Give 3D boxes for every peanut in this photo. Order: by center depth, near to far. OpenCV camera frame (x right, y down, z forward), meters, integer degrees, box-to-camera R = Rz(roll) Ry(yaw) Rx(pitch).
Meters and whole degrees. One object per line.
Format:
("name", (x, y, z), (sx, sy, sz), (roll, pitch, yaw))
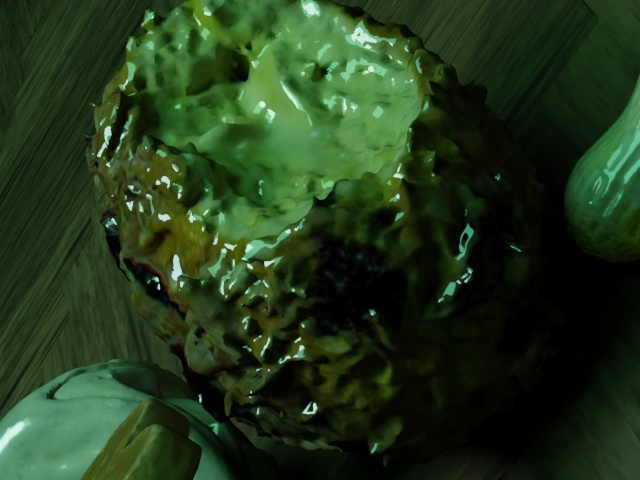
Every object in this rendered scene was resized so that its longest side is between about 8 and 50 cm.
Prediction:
("peanut", (0.236, -0.075, 1.073), (0.207, 0.087, 0.087), (-57, 29, 20))

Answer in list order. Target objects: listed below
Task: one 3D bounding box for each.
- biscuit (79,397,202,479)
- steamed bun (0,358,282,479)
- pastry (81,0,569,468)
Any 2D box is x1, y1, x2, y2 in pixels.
("biscuit", (-0.186, 0.256, 0.978), (0.355, 0.052, 0.275), (-56, 8, -6))
("steamed bun", (-0.121, 0.257, 1.270), (0.352, 0.247, 0.339), (60, -163, -78))
("pastry", (-0.003, 0.005, 1.191), (0.292, 0.337, 0.405), (-38, 49, -16))
